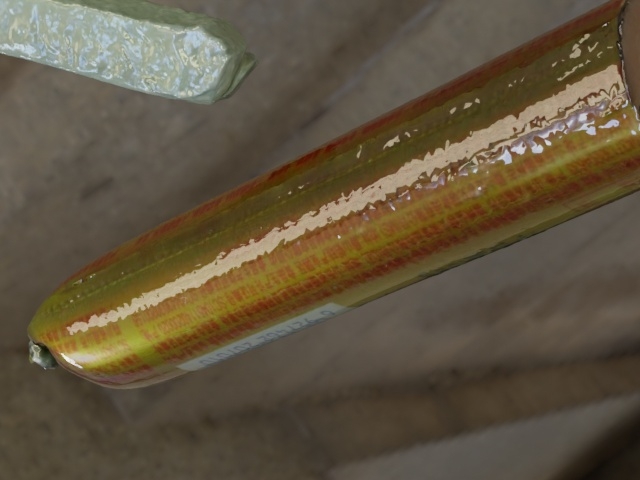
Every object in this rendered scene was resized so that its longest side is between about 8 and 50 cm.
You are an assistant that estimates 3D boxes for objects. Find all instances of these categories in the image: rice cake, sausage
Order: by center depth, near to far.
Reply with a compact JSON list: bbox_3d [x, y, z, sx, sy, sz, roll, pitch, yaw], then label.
[{"bbox_3d":[0.000,0.000,0.796,0.371,0.082,0.082,-24,172,37],"label":"sausage"},{"bbox_3d":[-0.149,-0.107,0.856,0.045,0.245,0.042,-39,142,-70],"label":"rice cake"}]
